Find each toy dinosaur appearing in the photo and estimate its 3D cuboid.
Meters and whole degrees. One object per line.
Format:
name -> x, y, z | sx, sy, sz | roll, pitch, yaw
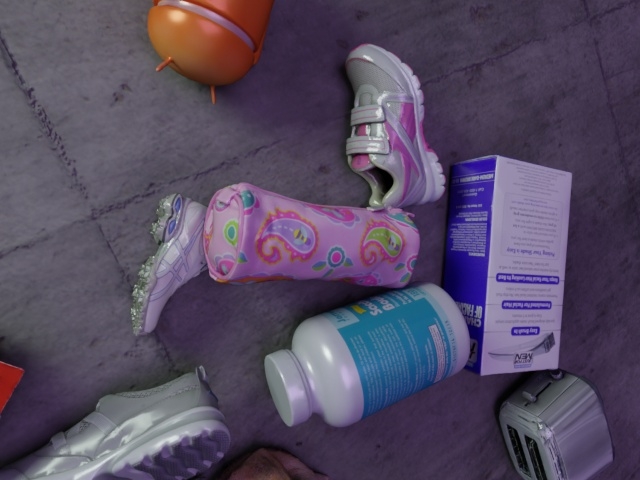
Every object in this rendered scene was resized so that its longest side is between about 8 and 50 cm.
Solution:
toy dinosaur -> -0.104, 0.334, 0.536 | 0.296, 0.200, 0.127 | -21, 137, -48

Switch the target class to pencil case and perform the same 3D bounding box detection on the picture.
pencil case -> 0.000, 0.000, 0.546 | 0.284, 0.124, 0.124 | 4, 90, -33

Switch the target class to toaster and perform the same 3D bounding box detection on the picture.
toaster -> 0.428, 0.355, 0.776 | 0.146, 0.129, 0.227 | -25, 104, -18

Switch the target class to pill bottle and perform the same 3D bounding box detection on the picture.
pill bottle -> 0.062, 0.157, 0.585 | 0.264, 0.146, 0.146 | -15, 98, -25

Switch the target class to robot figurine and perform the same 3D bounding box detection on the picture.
robot figurine -> -0.121, -0.280, 0.490 | 0.128, 0.158, 0.219 | 18, 92, -11

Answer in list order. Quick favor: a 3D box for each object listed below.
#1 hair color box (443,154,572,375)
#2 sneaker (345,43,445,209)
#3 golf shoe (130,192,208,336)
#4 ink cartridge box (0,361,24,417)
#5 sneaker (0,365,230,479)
hair color box -> 0.312, 0.043, 0.722 | 0.185, 0.110, 0.339 | 5, 88, -26
sneaker -> 0.089, -0.151, 0.613 | 0.111, 0.103, 0.252 | -30, 103, -23
golf shoe -> -0.173, 0.035, 0.518 | 0.086, 0.069, 0.176 | 19, 85, -30
ink cartridge box -> -0.388, 0.154, 0.354 | 0.189, 0.232, 0.066 | 31, 34, -22
sneaker -> -0.242, 0.236, 0.482 | 0.281, 0.115, 0.105 | -18, 128, -8
